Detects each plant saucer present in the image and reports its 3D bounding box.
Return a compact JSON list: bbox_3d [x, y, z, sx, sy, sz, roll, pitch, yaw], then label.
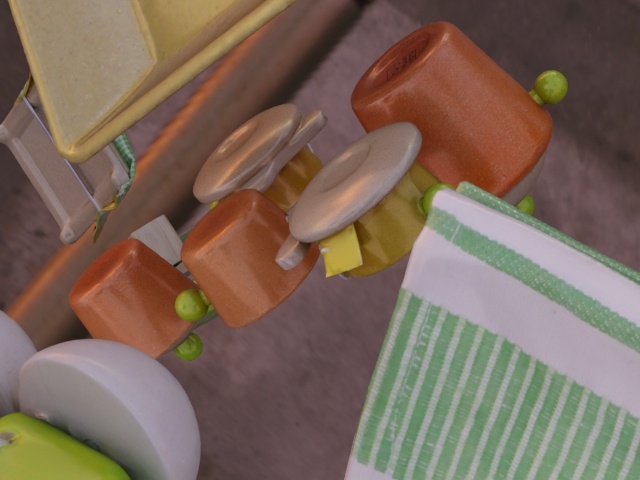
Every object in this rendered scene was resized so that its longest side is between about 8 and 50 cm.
[{"bbox_3d":[-0.085,-0.254,0.945,0.333,0.081,0.332,-29,77,47],"label":"plant saucer"}]

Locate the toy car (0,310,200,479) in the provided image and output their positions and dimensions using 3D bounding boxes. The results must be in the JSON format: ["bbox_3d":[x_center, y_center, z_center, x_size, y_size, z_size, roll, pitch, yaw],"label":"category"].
[{"bbox_3d":[-0.132,0.113,0.587,0.182,0.136,0.159,12,36,38],"label":"toy car"}]

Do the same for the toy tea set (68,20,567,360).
[{"bbox_3d":[0.000,0.000,0.996,0.124,0.336,0.200,48,50,-18],"label":"toy tea set"}]

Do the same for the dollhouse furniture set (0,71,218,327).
[{"bbox_3d":[-0.178,-0.056,1.711,0.151,0.197,0.301,-32,87,-32],"label":"dollhouse furniture set"}]

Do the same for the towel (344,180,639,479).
[{"bbox_3d":[0.090,0.170,0.637,0.248,0.038,0.324,29,112,31],"label":"towel"}]
